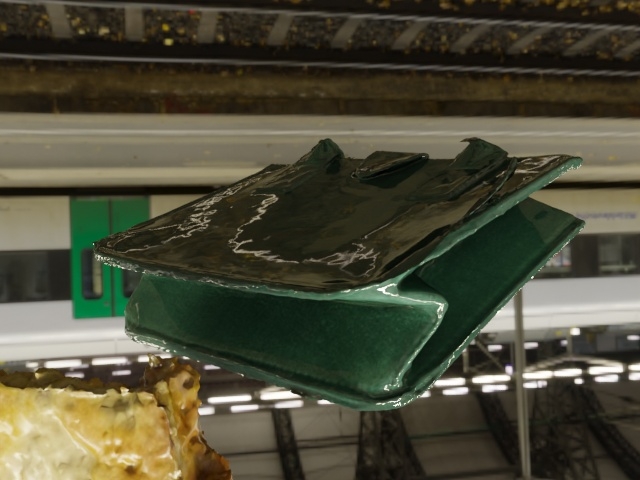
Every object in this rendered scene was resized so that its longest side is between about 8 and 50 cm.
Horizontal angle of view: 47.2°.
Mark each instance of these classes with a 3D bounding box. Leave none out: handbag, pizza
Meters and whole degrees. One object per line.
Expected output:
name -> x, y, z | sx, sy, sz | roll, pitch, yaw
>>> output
handbag -> -0.001, 0.000, 0.549 | 0.327, 0.089, 0.238 | 3, -150, 46
pizza -> -0.122, 0.156, 0.369 | 0.336, 0.226, 0.086 | 39, -174, 8
